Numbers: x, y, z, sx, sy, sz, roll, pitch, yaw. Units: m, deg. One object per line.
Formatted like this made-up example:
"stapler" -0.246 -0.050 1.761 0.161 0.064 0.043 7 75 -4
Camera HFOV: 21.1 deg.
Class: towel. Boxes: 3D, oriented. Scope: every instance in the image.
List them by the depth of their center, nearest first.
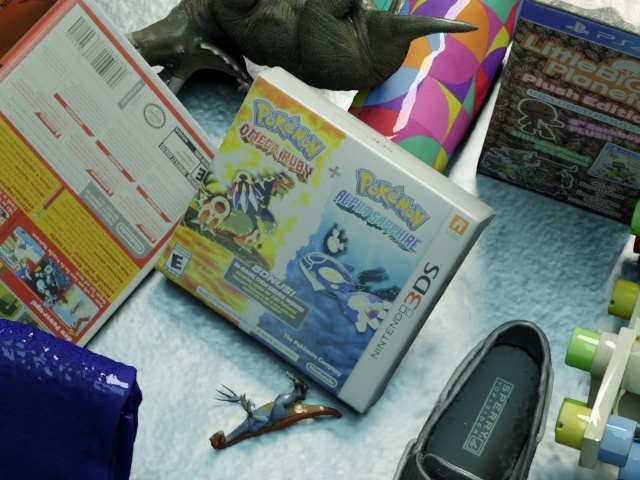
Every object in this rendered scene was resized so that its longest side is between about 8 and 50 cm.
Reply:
"towel" -0.279 0.117 1.231 0.308 0.227 0.076 20 38 5

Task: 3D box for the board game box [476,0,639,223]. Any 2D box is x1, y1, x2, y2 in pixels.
"board game box" 0.236 -0.186 1.319 0.141 0.291 0.232 20 69 6

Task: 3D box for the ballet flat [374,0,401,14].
"ballet flat" -0.026 -0.326 1.452 0.123 0.123 0.348 -24 91 -11

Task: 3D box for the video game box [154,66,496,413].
"video game box" 0.000 0.000 1.310 0.205 0.048 0.187 34 110 11

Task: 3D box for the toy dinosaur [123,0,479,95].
"toy dinosaur" -0.008 -0.178 1.352 0.314 0.160 0.121 8 39 22

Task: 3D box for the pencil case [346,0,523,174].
"pencil case" 0.082 -0.117 1.393 0.104 0.104 0.236 25 71 8

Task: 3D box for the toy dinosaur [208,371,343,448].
"toy dinosaur" -0.043 0.138 1.316 0.090 0.047 0.082 39 90 2

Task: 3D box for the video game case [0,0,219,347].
"video game case" -0.216 -0.023 1.311 0.285 0.025 0.204 -50 120 -19

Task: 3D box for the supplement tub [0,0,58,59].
"supplement tub" -0.331 -0.272 1.385 0.194 0.193 0.316 -29 72 -13

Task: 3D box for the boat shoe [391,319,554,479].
"boat shoe" 0.097 0.195 1.262 0.108 0.102 0.301 26 69 8

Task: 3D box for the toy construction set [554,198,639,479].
"toy construction set" 0.272 0.039 1.260 0.151 0.215 0.327 30 79 18
